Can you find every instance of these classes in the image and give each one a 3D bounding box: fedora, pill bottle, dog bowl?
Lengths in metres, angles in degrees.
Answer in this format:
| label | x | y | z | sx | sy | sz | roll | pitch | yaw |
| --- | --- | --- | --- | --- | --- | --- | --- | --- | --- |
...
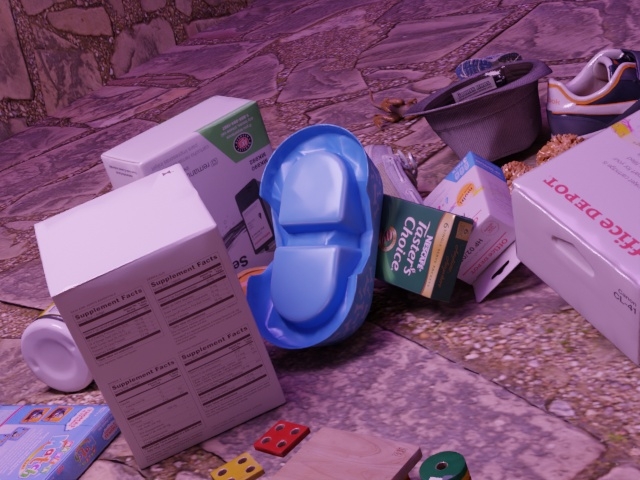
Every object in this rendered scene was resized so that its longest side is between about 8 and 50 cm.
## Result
| label | x | y | z | sx | sy | sz | roll | pitch | yaw |
| --- | --- | --- | --- | --- | --- | --- | --- | --- | --- |
| fedora | 0.272 | -0.199 | 1.765 | 0.243 | 0.124 | 0.275 | -14 | 15 | 29 |
| pill bottle | -0.333 | 0.116 | 1.578 | 0.119 | 0.119 | 0.208 | -8 | 24 | 27 |
| dog bowl | 0.000 | 0.000 | 1.403 | 0.165 | 0.297 | 0.074 | -2 | -16 | 32 |

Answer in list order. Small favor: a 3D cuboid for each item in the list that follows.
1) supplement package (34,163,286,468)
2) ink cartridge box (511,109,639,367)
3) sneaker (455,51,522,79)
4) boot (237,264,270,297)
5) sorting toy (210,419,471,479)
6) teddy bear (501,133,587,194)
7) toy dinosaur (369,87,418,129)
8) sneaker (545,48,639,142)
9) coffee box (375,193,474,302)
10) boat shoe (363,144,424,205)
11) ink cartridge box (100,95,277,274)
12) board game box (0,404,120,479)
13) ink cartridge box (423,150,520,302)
| label | x | y | z | sx | sy | sz | roll | pitch | yaw |
| --- | --- | --- | --- | --- | --- | --- | --- | --- | --- |
| supplement package | -0.194 | 0.087 | 1.303 | 0.198 | 0.263 | 0.199 | -24 | 31 | -8 |
| ink cartridge box | 0.398 | -0.034 | 1.192 | 0.306 | 0.131 | 0.226 | -29 | 46 | -14 |
| sneaker | 0.342 | -0.351 | 2.188 | 0.135 | 0.052 | 0.058 | -8 | 14 | 10 |
| boot | -0.041 | 0.079 | 1.486 | 0.152 | 0.073 | 0.197 | 21 | 56 | 44 |
| sorting toy | 0.011 | 0.250 | 1.070 | 0.274 | 0.046 | 0.132 | 2 | 31 | 43 |
| teddy bear | 0.337 | -0.073 | 1.456 | 0.245 | 0.113 | 0.338 | -18 | 22 | 12 |
| toy dinosaur | 0.146 | -0.260 | 2.141 | 0.211 | 0.064 | 0.112 | 13 | 20 | 39 |
| sneaker | 0.509 | -0.244 | 1.686 | 0.321 | 0.128 | 0.126 | -19 | 21 | -1 |
| coffee box | 0.108 | 0.003 | 1.394 | 0.040 | 0.113 | 0.184 | 15 | 4 | -41 |
| boat shoe | 0.120 | -0.052 | 1.599 | 0.103 | 0.118 | 0.320 | -11 | 27 | 1 |
| ink cartridge box | -0.155 | -0.034 | 1.552 | 0.211 | 0.289 | 0.121 | -34 | 28 | -29 |
| board game box | -0.376 | 0.269 | 1.368 | 0.211 | 0.039 | 0.160 | -6 | 26 | 32 |
| ink cartridge box | 0.199 | -0.019 | 1.400 | 0.104 | 0.061 | 0.181 | -49 | 27 | 28 |
